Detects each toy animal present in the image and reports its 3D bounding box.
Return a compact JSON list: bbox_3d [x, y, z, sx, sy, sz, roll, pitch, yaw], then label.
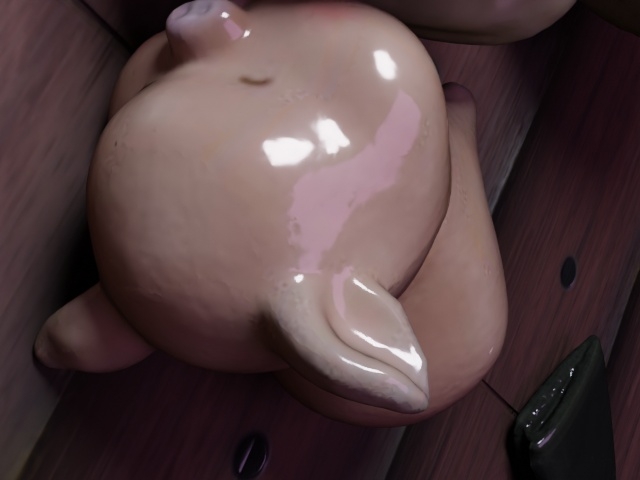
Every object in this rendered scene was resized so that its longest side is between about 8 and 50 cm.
[{"bbox_3d":[0.000,0.000,0.538,0.269,0.237,0.326,-58,137,-39],"label":"toy animal"}]

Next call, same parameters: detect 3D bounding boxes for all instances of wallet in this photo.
[{"bbox_3d":[0.271,0.239,0.987,0.168,0.052,0.245,-44,131,-34],"label":"wallet"}]

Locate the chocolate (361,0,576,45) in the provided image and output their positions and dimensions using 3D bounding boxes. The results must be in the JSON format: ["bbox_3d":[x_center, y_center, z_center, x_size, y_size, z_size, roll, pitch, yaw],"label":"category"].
[{"bbox_3d":[0.035,-0.264,0.475,0.314,0.326,0.297,-18,126,-48],"label":"chocolate"}]

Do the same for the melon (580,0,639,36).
[{"bbox_3d":[0.286,-0.323,0.742,0.330,0.268,0.268,49,59,-17],"label":"melon"}]
